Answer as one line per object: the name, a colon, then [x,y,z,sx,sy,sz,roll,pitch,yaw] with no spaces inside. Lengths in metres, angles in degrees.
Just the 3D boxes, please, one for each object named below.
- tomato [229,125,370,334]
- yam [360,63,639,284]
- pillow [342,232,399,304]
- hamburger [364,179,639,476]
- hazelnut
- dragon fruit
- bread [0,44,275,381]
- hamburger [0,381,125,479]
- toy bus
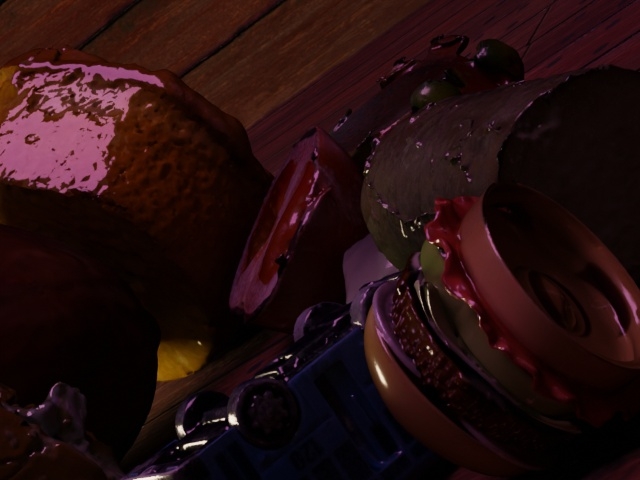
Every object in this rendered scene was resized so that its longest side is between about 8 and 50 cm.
tomato: [0.000,0.000,1.760,0.228,0.112,0.199,-150,81,-77]
yam: [0.145,-0.039,1.357,0.168,0.168,0.304,-40,9,-12]
pillow: [0.121,-0.008,1.571,0.254,0.078,0.144,-35,20,21]
hamburger: [0.105,0.062,1.088,0.137,0.175,0.175,-48,5,25]
hazelnut: [-0.353,0.143,1.818,0.421,0.352,0.421,-31,-5,-3]
dragon fruit: [0.094,-0.098,1.910,0.268,0.130,0.295,-40,10,-9]
bread: [-0.224,-0.026,2.021,0.398,0.398,0.215,-26,27,51]
hamburger: [-0.248,0.245,1.474,0.288,0.192,0.167,-63,2,6]
toy bus: [0.000,0.127,1.212,0.234,0.133,0.116,-37,8,-26]
